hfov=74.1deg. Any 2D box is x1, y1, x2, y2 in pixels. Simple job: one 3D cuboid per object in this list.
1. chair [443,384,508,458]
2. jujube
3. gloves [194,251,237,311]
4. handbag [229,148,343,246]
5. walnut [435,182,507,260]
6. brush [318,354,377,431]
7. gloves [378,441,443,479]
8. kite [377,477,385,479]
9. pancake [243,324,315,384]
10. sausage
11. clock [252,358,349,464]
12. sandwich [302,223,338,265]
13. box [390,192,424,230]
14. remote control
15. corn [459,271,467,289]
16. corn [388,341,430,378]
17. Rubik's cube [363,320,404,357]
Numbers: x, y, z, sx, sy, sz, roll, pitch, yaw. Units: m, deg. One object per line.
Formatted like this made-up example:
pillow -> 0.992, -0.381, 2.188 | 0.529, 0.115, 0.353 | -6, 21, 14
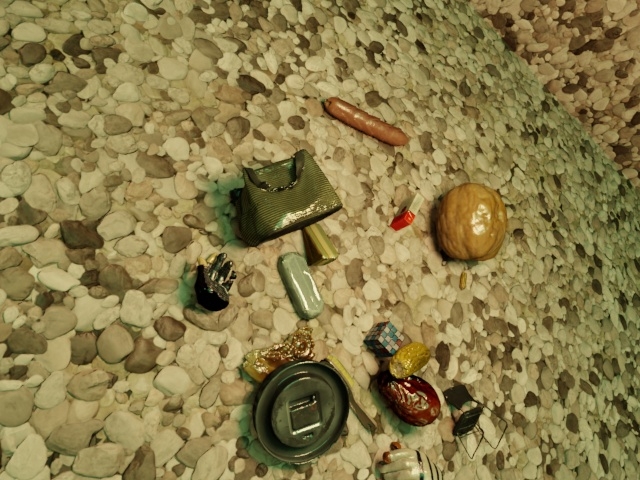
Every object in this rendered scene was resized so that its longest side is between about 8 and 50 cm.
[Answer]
chair -> 0.570, 0.687, 1.630 | 0.140, 0.221, 0.145 | -3, 119, -30
jujube -> 0.307, 0.546, 1.490 | 0.236, 0.168, 0.168 | 38, 60, -8
gloves -> -0.334, 0.118, 1.315 | 0.129, 0.106, 0.181 | 17, 39, -25
handbag -> -0.125, -0.139, 1.409 | 0.340, 0.247, 0.240 | -25, 86, -26
walnut -> 0.632, -0.083, 1.792 | 0.306, 0.306, 0.344 | 2, 75, -29
brush -> 0.107, 0.516, 1.445 | 0.313, 0.072, 0.067 | 55, 44, -5
gloves -> 0.306, 0.770, 1.432 | 0.218, 0.131, 0.140 | 38, 51, -23
kite -> 0.248, 0.859, 1.447 | 0.159, 0.010, 0.190 | 43, 60, -13
pancake -> -0.095, 0.374, 1.375 | 0.266, 0.057, 0.244 | 36, 62, -18
sausage -> 0.207, -0.496, 1.805 | 0.433, 0.088, 0.088 | 18, 67, -23
clock -> -0.057, 0.518, 1.305 | 0.312, 0.061, 0.312 | 0, 91, -24
sandwich -> 0.000, 0.000, 1.514 | 0.079, 0.113, 0.163 | -1, 75, -29
box -> 0.359, -0.117, 1.759 | 0.048, 0.100, 0.152 | 40, 60, -10
remote control -> -0.065, 0.154, 1.468 | 0.104, 0.052, 0.247 | -22, 83, -34
corn -> 0.629, 0.179, 1.860 | 0.028, 0.027, 0.083 | 17, 65, -1
corn -> 0.322, 0.420, 1.514 | 0.310, 0.101, 0.101 | 14, 64, -60
Rubik's cube -> 0.231, 0.360, 1.543 | 0.092, 0.092, 0.092 | 46, 59, -9
